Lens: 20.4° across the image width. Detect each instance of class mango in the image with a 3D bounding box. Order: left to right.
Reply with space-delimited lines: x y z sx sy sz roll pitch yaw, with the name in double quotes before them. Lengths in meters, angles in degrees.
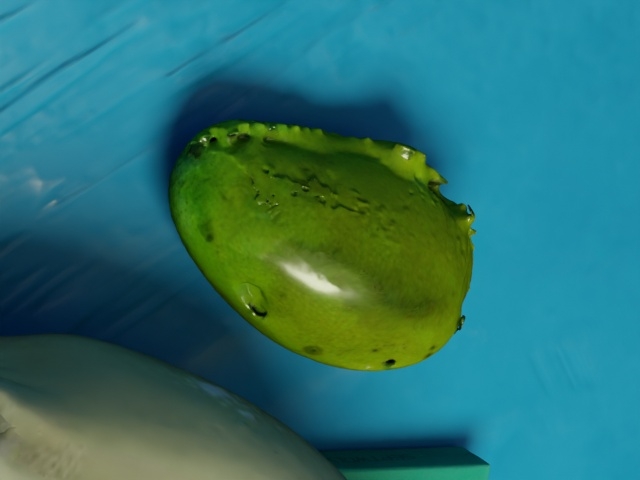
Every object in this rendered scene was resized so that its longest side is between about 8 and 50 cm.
"mango" -0.001 0.001 0.920 0.178 0.100 0.119 26 52 -24

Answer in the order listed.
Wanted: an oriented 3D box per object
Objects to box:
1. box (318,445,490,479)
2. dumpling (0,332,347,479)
"box" 0.006 0.231 1.018 0.160 0.042 0.226 3 102 -28
"dumpling" -0.126 0.202 0.824 0.395 0.233 0.315 37 84 -34
